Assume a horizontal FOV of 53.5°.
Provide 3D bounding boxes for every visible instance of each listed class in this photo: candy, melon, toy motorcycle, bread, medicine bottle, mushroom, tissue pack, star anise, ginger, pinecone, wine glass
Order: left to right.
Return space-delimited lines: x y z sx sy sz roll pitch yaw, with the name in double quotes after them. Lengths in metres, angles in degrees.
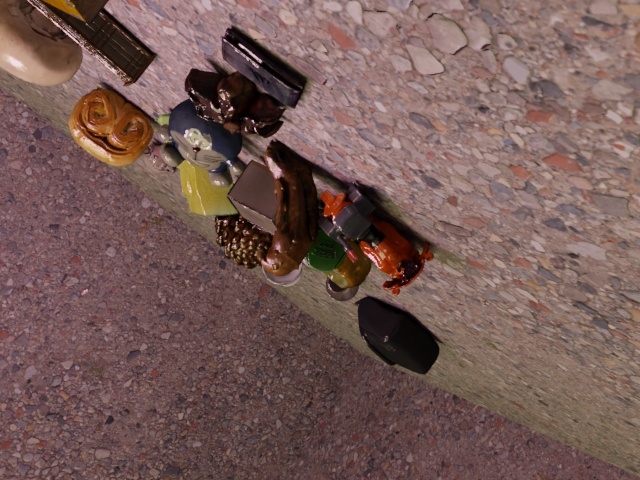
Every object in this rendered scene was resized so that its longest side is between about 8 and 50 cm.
-0.688 -0.494 1.525 0.246 0.202 0.246 34 -148 -25 "mushroom"
-0.456 -0.480 1.131 0.169 0.120 0.082 30 169 18 "tissue pack"
-0.640 -0.341 1.937 0.236 0.198 0.120 36 173 -17 "bread"
-0.349 -0.219 1.803 0.196 0.124 0.324 5 119 49 "melon"
-0.178 -0.272 1.288 0.214 0.099 0.220 26 169 -11 "star anise"
-0.221 -0.045 1.966 0.257 0.243 0.243 53 171 10 "pinecone"
-0.144 0.107 2.540 0.164 0.165 0.196 31 175 9 "wine glass"
-0.065 -0.071 1.456 0.132 0.310 0.107 0 161 4 "ginger"
0.000 0.000 1.616 0.133 0.133 0.274 36 -174 -11 "medicine bottle"
0.032 0.036 1.887 0.259 0.118 0.260 34 168 8 "candy"
0.132 0.003 1.469 0.325 0.148 0.221 35 -169 -38 "toy motorcycle"

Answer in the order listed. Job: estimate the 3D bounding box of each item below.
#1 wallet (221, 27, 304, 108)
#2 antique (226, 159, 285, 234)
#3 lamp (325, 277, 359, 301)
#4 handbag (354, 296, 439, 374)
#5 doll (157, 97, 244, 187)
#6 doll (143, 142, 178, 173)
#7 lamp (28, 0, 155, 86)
-0.104 -0.304 1.133 0.165 0.030 0.111 36 172 -4 "wallet"
-0.135 -0.112 1.662 0.151 0.148 0.147 28 168 19 "antique"
0.073 0.152 2.195 0.121 0.121 0.214 31 -179 11 "lamp"
0.266 0.368 2.415 0.302 0.178 0.275 42 165 -35 "handbag"
-0.277 -0.239 1.523 0.228 0.154 0.258 27 170 -9 "doll"
-0.571 -0.284 2.228 0.149 0.095 0.192 39 169 -14 "doll"
-0.517 -0.476 1.372 0.325 0.089 0.090 41 166 -29 "lamp"
